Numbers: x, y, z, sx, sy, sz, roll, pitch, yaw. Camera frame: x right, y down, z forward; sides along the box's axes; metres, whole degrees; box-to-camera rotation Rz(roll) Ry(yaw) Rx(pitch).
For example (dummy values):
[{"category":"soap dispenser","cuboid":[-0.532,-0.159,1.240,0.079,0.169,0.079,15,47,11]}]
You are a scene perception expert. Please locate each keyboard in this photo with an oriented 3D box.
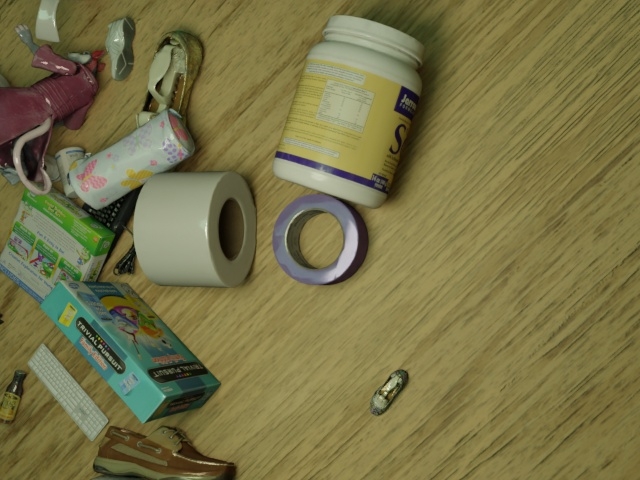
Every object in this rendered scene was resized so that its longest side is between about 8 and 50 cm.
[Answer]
[{"category":"keyboard","cuboid":[-0.470,-0.044,1.859,0.201,0.033,0.317,37,110,17]},{"category":"keyboard","cuboid":[-0.597,0.357,1.914,0.256,0.014,0.072,44,100,16]}]

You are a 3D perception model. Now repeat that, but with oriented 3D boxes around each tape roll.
[{"category":"tape roll","cuboid":[0.000,0.000,1.699,0.189,0.080,0.189,-1,86,19]},{"category":"tape roll","cuboid":[-0.257,-0.023,1.701,0.169,0.246,0.246,0,87,18]}]

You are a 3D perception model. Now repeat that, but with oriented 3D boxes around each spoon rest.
[{"category":"spoon rest","cuboid":[-0.582,-0.572,1.870,0.137,0.084,0.276,10,50,2]}]

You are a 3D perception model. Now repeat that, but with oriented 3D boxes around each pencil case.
[{"category":"pencil case","cuboid":[-0.406,-0.175,1.747,0.273,0.113,0.124,-27,56,11]}]

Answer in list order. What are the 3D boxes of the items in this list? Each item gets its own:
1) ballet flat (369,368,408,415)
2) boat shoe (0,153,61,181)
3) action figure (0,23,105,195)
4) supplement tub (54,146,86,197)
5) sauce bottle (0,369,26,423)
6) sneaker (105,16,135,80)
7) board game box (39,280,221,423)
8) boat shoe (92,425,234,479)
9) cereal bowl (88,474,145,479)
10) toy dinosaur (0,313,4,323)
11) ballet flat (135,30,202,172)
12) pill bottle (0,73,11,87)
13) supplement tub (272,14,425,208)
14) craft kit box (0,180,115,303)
[{"category":"ballet flat","cuboid":[0.134,0.310,1.655,0.041,0.041,0.114,38,99,17]},{"category":"boat shoe","cuboid":[-0.721,-0.200,1.957,0.226,0.076,0.083,13,90,19]},{"category":"action figure","cuboid":[-0.613,-0.318,1.818,0.276,0.248,0.370,26,62,40]},{"category":"supplement tub","cuboid":[-0.579,-0.160,1.910,0.071,0.071,0.107,-20,81,17]},{"category":"sauce bottle","cuboid":[-0.739,0.374,1.946,0.042,0.042,0.128,18,93,19]},{"category":"sneaker","cuboid":[-0.475,-0.446,1.907,0.061,0.054,0.152,0,80,28]},{"category":"board game box","cuboid":[-0.397,0.225,1.728,0.336,0.254,0.079,43,100,16]},{"category":"boat shoe","cuboid":[-0.345,0.464,1.768,0.324,0.122,0.119,3,73,16]},{"category":"cereal bowl","cuboid":[-0.478,0.695,1.786,0.339,0.141,0.339,-1,87,19]},{"category":"toy dinosaur","cuboid":[-0.893,0.131,1.984,0.218,0.164,0.322,50,121,30]},{"category":"ballet flat","cuboid":[-0.356,-0.303,1.821,0.123,0.123,0.348,16,92,19]},{"category":"pill bottle","cuboid":[-0.904,-0.323,1.988,0.272,0.152,0.152,-10,84,18]},{"category":"supplement tub","cuboid":[0.061,-0.250,1.609,0.241,0.241,0.331,19,93,19]},{"category":"craft kit box","cuboid":[-0.622,0.025,1.892,0.250,0.061,0.246,35,114,18]}]
